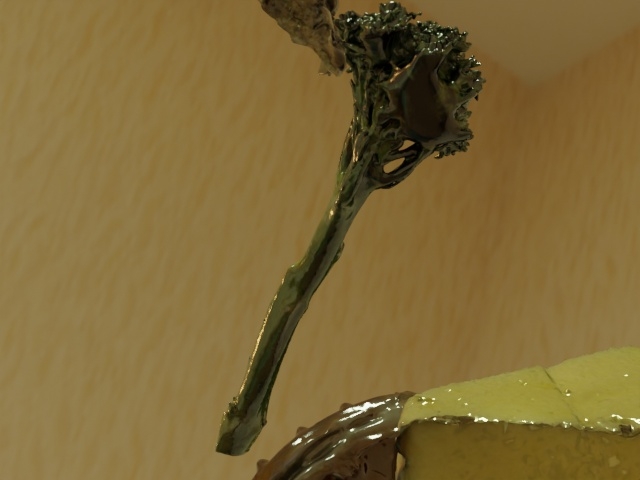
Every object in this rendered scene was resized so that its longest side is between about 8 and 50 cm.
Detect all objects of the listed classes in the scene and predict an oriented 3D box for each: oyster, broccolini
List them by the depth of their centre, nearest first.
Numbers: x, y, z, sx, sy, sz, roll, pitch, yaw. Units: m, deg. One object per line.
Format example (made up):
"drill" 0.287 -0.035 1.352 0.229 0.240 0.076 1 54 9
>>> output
"broccolini" 0.006 -0.001 0.805 0.057 0.071 0.254 -10 -43 -42
"oyster" -0.018 -0.173 1.070 0.051 0.103 0.148 -36 -88 14

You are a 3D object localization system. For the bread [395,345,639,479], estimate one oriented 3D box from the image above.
"bread" 0.168 0.233 1.134 0.236 0.264 0.198 -6 15 -21

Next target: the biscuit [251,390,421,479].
"biscuit" 0.048 0.298 1.693 0.103 0.332 0.332 47 -7 45
